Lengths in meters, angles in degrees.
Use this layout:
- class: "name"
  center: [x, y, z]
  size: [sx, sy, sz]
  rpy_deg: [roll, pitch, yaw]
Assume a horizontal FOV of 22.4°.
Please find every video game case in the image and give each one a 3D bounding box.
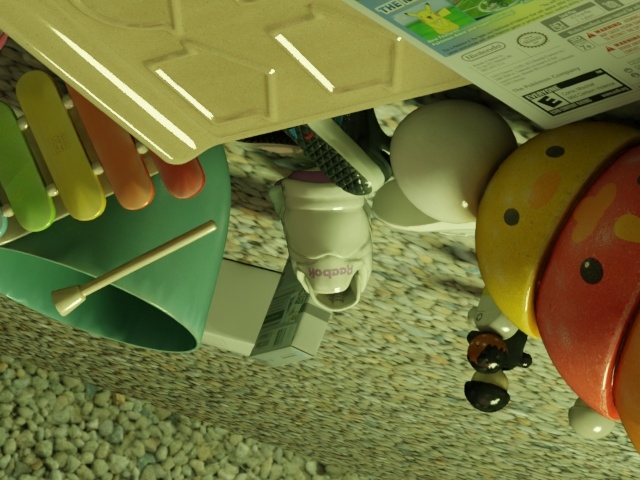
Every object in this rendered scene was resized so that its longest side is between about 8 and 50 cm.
- class: "video game case"
  center: [0.181, -0.193, 1.139]
  size: [0.300, 0.036, 0.329]
  rpy_deg: [27, 153, -32]

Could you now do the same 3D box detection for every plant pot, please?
- class: "plant pot"
  center: [-0.235, -0.037, 1.838]
  size: [0.293, 0.235, 0.293]
  rpy_deg: [18, 163, 5]

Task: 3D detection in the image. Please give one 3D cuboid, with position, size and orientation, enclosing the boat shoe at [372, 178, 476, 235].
- class: "boat shoe"
  center: [0.145, -0.032, 1.741]
  size: [0.184, 0.066, 0.063]
  rpy_deg: [-3, 152, 31]

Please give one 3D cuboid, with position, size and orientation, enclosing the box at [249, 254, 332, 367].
- class: "box"
  center: [-0.016, 0.058, 1.968]
  size: [0.038, 0.186, 0.145]
  rpy_deg: [25, 162, -17]

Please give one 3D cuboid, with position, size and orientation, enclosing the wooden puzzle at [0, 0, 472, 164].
- class: "wooden puzzle"
  center: [-0.063, -0.203, 1.325]
  size: [0.347, 0.081, 0.322]
  rpy_deg: [-16, 146, 27]

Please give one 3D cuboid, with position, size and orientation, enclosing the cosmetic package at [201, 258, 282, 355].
- class: "cosmetic package"
  center: [-0.144, 0.091, 2.335]
  size: [0.231, 0.117, 0.085]
  rpy_deg: [16, 163, 18]

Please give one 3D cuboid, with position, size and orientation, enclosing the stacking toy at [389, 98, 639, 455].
- class: "stacking toy"
  center: [0.254, 0.013, 1.442]
  size: [0.480, 0.351, 0.350]
  rpy_deg: [28, 168, 27]

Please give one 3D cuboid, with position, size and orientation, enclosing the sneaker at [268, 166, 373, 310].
- class: "sneaker"
  center: [0.000, 0.000, 1.762]
  size: [0.114, 0.152, 0.305]
  rpy_deg: [-4, 180, 2]

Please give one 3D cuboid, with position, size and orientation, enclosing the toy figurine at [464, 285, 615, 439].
- class: "toy figurine"
  center: [0.276, 0.140, 1.961]
  size: [0.213, 0.148, 0.209]
  rpy_deg: [16, 163, 12]

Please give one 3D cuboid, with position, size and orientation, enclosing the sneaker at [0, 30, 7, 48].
- class: "sneaker"
  center: [-0.397, -0.245, 1.672]
  size: [0.074, 0.063, 0.170]
  rpy_deg: [4, 162, 26]

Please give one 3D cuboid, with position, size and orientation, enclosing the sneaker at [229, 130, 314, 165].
- class: "sneaker"
  center: [-0.043, -0.106, 1.714]
  size: [0.161, 0.057, 0.075]
  rpy_deg: [10, 155, 21]

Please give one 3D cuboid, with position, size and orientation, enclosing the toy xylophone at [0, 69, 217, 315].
- class: "toy xylophone"
  center: [-0.235, -0.072, 1.621]
  size: [0.236, 0.322, 0.081]
  rpy_deg: [58, -173, 6]

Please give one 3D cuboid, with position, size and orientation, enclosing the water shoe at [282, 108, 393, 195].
- class: "water shoe"
  center: [-0.001, -0.136, 1.566]
  size: [0.203, 0.080, 0.073]
  rpy_deg: [51, 151, -12]
